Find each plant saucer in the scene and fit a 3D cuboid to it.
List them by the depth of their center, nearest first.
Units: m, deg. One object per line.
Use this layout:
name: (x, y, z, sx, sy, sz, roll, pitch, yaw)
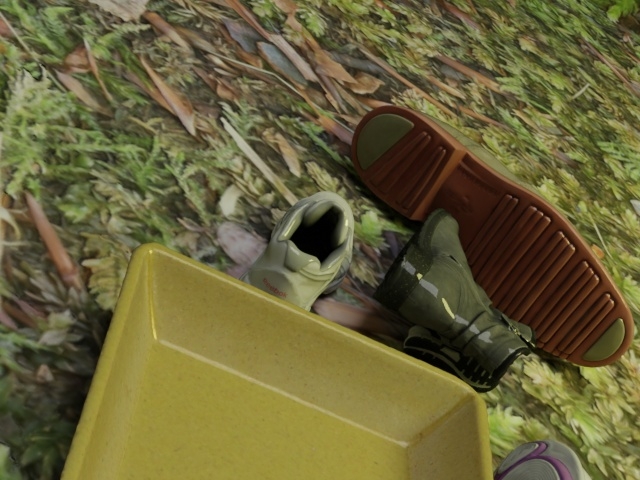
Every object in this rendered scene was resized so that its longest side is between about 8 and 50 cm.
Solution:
plant saucer: (-0.026, 0.180, 0.883, 0.332, 0.081, 0.333, 24, 31, -12)

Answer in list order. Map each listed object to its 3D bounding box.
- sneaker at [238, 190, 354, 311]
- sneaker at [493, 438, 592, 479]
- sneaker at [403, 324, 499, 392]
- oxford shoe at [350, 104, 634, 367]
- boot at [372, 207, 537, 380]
sneaker: (0.000, 0.000, 1.142, 0.090, 0.115, 0.232, 35, 30, -3)
sneaker: (0.214, 0.298, 0.989, 0.152, 0.114, 0.305, 51, 15, -30)
sneaker: (0.136, 0.115, 1.198, 0.109, 0.040, 0.044, 31, 29, -9)
oxford shoe: (0.217, -0.020, 1.376, 0.397, 0.140, 0.146, 47, 25, 14)
boot: (0.148, 0.061, 1.221, 0.161, 0.083, 0.246, 37, 21, 2)
